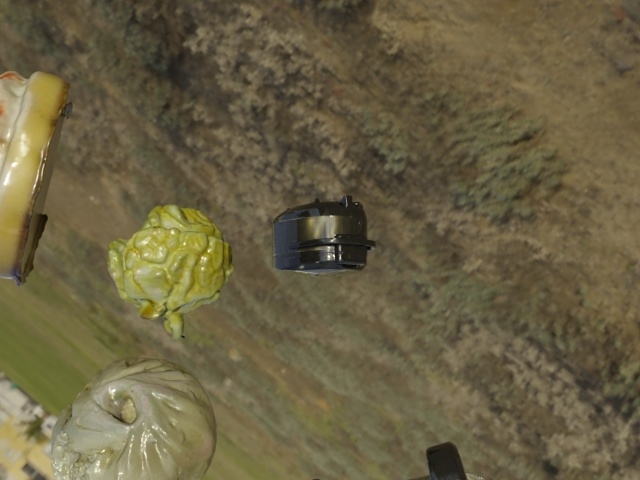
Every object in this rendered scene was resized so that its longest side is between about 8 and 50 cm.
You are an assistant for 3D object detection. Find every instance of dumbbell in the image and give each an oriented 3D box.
[{"bbox_3d":[0.068,0.288,1.031,0.100,0.191,0.100,-18,-90,-85],"label":"dumbbell"}]

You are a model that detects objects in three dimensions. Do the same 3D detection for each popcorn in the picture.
[{"bbox_3d":[-0.169,0.028,1.100,0.136,0.162,0.141,-5,157,22],"label":"popcorn"}]

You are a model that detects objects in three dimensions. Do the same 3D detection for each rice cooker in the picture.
[{"bbox_3d":[0.000,0.000,1.303,0.112,0.106,0.165,5,165,-36],"label":"rice cooker"}]

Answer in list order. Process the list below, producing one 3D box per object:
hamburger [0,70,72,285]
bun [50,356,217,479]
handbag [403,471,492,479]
[{"bbox_3d":[-0.424,-0.088,1.187,0.187,0.260,0.303,14,170,-10],"label":"hamburger"},{"bbox_3d":[-0.215,0.213,1.071,0.178,0.193,0.127,35,143,31],"label":"bun"},{"bbox_3d":[0.109,0.412,1.394,0.117,0.271,0.182,67,-156,2],"label":"handbag"}]
